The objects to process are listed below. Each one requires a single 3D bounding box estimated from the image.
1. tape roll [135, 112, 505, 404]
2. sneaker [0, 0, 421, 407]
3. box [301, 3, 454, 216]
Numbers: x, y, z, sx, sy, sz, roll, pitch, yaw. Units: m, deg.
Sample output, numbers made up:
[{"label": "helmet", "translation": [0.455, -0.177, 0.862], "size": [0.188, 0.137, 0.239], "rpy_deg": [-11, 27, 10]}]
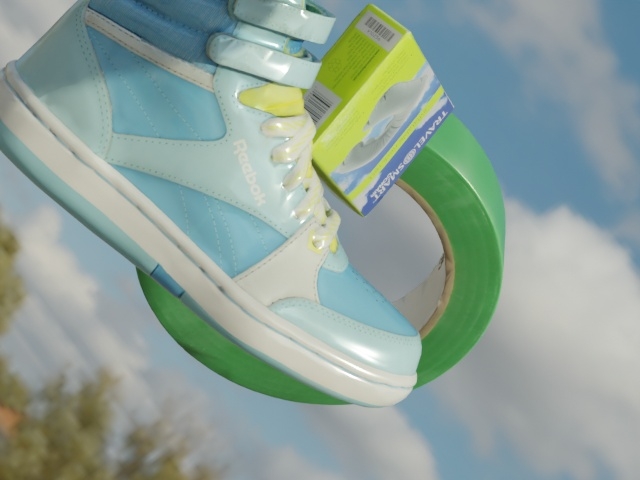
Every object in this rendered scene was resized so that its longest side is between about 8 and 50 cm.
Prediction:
[{"label": "tape roll", "translation": [0.000, 0.000, 1.663], "size": [0.077, 0.321, 0.321], "rpy_deg": [-80, 148, -52]}, {"label": "sneaker", "translation": [-0.024, -0.056, 1.142], "size": [0.319, 0.208, 0.127], "rpy_deg": [38, 9, -10]}, {"label": "box", "translation": [0.034, -0.084, 1.334], "size": [0.042, 0.109, 0.178], "rpy_deg": [39, -2, 21]}]
